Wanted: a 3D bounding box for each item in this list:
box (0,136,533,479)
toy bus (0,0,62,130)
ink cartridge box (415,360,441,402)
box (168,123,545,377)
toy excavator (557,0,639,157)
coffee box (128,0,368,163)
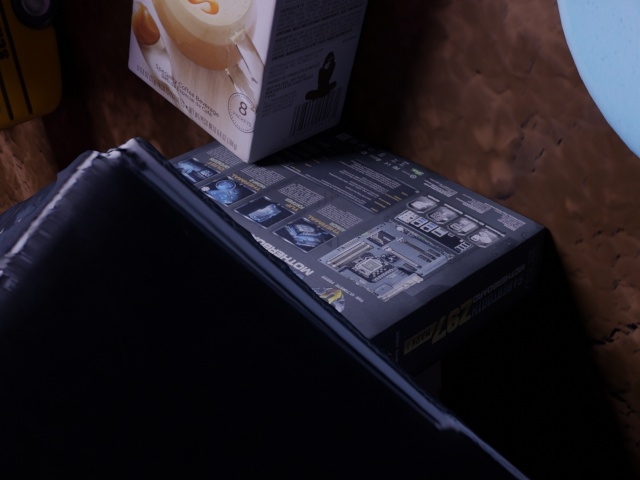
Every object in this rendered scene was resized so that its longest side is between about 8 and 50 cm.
[{"bbox_3d":[-0.073,0.226,0.638,0.480,0.297,0.472,41,164,-15],"label":"box"},{"bbox_3d":[-0.334,-0.267,0.988,0.108,0.130,0.332,8,117,46],"label":"toy bus"},{"bbox_3d":[0.007,0.105,0.869,0.175,0.072,0.127,20,126,40],"label":"ink cartridge box"},{"bbox_3d":[0.000,0.000,0.726,0.233,0.183,0.059,29,131,34],"label":"box"},{"bbox_3d":[0.185,-0.188,0.409,0.445,0.222,0.433,46,139,33],"label":"toy excavator"},{"bbox_3d":[-0.042,-0.196,0.725,0.141,0.098,0.246,38,136,27],"label":"coffee box"}]
